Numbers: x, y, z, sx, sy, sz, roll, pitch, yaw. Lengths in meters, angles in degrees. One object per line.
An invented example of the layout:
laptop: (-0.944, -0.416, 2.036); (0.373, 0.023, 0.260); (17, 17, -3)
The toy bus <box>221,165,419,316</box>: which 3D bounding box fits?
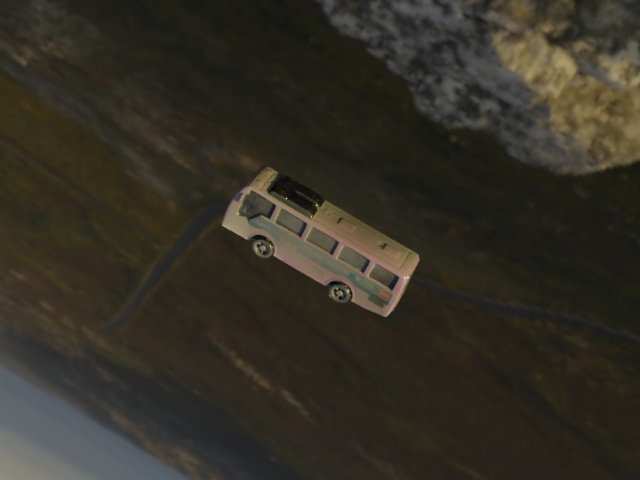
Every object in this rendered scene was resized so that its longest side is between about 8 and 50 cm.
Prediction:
toy bus: (0.000, 0.000, 0.789); (0.130, 0.037, 0.052); (31, 131, 5)
